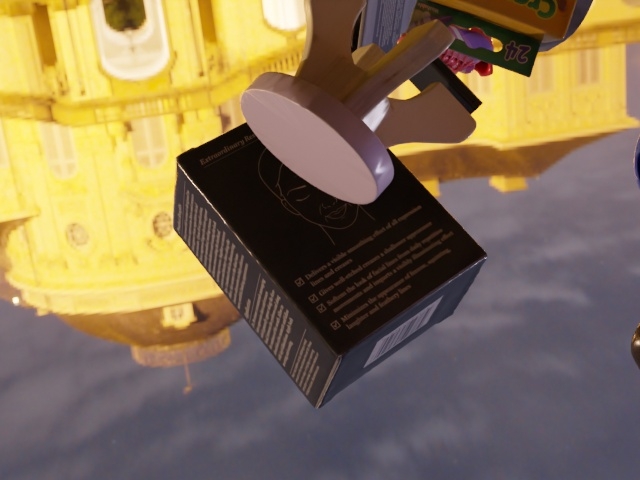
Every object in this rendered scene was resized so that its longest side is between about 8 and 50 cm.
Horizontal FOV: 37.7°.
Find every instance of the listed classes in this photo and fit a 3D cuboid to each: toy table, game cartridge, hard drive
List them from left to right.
[{"bbox_3d":[0.033,-0.156,1.007,0.161,0.252,0.274,-48,-153,-9],"label":"toy table"},{"bbox_3d":[0.129,-0.477,1.878,0.062,0.297,0.198,22,-150,28],"label":"game cartridge"},{"bbox_3d":[0.205,-0.260,1.592,0.022,0.135,0.094,-45,-178,-20],"label":"hard drive"}]

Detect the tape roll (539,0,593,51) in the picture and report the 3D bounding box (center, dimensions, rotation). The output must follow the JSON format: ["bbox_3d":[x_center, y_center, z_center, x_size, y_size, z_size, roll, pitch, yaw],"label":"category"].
[{"bbox_3d":[0.400,-0.458,1.712,0.072,0.219,0.219,11,-173,-31],"label":"tape roll"}]

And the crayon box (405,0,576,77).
[{"bbox_3d":[0.267,-0.410,1.291,0.203,0.322,0.083,16,-175,-12],"label":"crayon box"}]

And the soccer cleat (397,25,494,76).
[{"bbox_3d":[0.233,-0.340,1.682,0.083,0.095,0.248,-16,178,43],"label":"soccer cleat"}]

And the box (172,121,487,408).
[{"bbox_3d":[0.000,0.000,1.451,0.294,0.212,0.395,-31,-110,-25],"label":"box"}]

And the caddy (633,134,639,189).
[{"bbox_3d":[0.734,-0.116,1.686,0.341,0.241,0.179,36,-164,12],"label":"caddy"}]

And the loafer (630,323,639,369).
[{"bbox_3d":[0.331,0.142,0.758,0.080,0.220,0.078,-47,-154,1],"label":"loafer"}]
